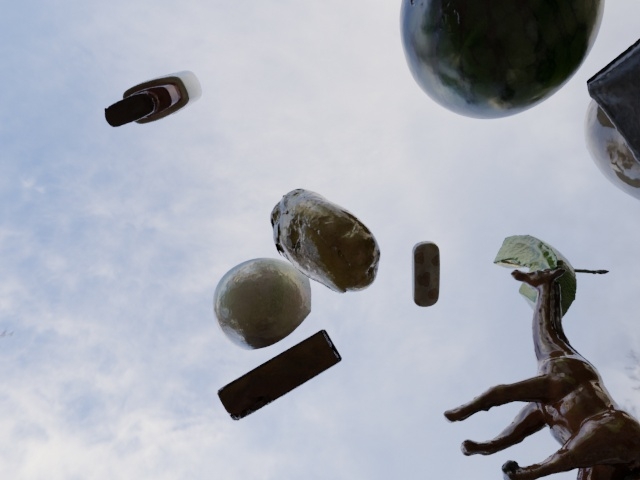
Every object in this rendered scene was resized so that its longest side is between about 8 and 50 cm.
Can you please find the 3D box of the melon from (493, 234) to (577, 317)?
[{"bbox_3d":[0.416,0.056,0.947,0.064,0.209,0.118,39,-78,-27],"label":"melon"}]

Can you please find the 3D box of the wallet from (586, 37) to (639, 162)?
[{"bbox_3d":[0.467,-0.210,0.544,0.044,0.321,0.170,-29,-100,-23],"label":"wallet"}]

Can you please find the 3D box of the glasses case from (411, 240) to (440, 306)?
[{"bbox_3d":[0.244,0.079,1.134,0.063,0.041,0.164,-4,-70,0],"label":"glasses case"}]

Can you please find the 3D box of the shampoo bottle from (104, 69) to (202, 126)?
[{"bbox_3d":[-0.294,-0.247,0.854,0.153,0.284,0.071,-19,-70,0],"label":"shampoo bottle"}]

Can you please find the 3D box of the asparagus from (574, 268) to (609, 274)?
[{"bbox_3d":[0.682,0.079,1.263,0.015,0.114,0.014,31,-115,-63],"label":"asparagus"}]

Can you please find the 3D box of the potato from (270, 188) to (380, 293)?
[{"bbox_3d":[0.000,0.000,0.560,0.080,0.170,0.107,-41,-43,-21],"label":"potato"}]

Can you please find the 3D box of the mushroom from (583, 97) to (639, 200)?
[{"bbox_3d":[0.637,-0.203,0.794,0.362,0.362,0.295,-11,-54,-20],"label":"mushroom"}]

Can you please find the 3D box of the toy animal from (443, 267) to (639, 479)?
[{"bbox_3d":[0.209,0.121,0.453,0.229,0.224,0.066,-25,-50,-20],"label":"toy animal"}]

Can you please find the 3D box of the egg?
[{"bbox_3d":[-0.152,0.173,1.183,0.271,0.162,0.206,-41,-59,12],"label":"egg"}]

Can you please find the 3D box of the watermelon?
[{"bbox_3d":[0.304,-0.386,0.848,0.363,0.363,0.364,-1,-88,-21],"label":"watermelon"}]

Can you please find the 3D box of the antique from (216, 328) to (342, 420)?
[{"bbox_3d":[-0.103,0.340,1.222,0.309,0.087,0.093,-27,-104,-15],"label":"antique"}]
